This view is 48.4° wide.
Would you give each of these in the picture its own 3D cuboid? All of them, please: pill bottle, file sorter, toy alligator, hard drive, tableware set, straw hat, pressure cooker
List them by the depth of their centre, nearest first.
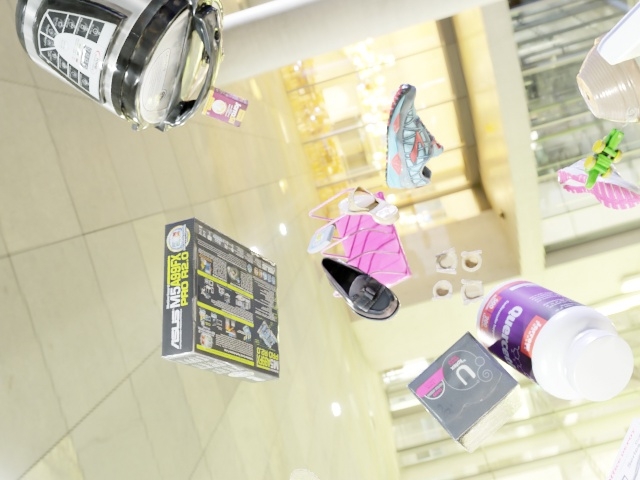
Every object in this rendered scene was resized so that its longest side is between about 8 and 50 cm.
[{"bbox_3d":[0.540,-0.359,1.031,0.040,0.210,0.318,51,41,13],"label":"hard drive"},{"bbox_3d":[0.456,0.196,1.407,0.323,0.181,0.182,-147,-141,-71],"label":"pill bottle"},{"bbox_3d":[0.601,-0.195,1.495,0.190,0.056,0.051,-62,-170,7],"label":"toy alligator"},{"bbox_3d":[-0.417,-0.472,1.627,0.420,0.376,0.370,32,-6,5],"label":"pressure cooker"},{"bbox_3d":[-0.039,0.624,1.699,0.061,0.144,0.145,-26,104,-45],"label":"straw hat"},{"bbox_3d":[0.370,0.096,1.911,0.020,0.141,0.169,33,57,-53],"label":"tableware set"},{"bbox_3d":[0.110,0.012,2.182,0.182,0.202,0.291,7,59,-49],"label":"file sorter"}]

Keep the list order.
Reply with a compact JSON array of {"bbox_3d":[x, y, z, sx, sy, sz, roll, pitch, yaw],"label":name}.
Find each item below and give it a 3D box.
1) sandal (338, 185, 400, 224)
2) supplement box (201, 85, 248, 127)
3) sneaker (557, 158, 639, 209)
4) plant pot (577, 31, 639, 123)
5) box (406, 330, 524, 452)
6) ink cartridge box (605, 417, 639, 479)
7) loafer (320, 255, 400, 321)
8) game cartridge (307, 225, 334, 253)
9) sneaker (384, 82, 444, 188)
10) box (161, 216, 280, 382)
[{"bbox_3d":[0.122,-0.114,1.941,0.240,0.088,0.079,25,-33,52],"label":"sandal"},{"bbox_3d":[-0.197,-0.276,1.471,0.043,0.083,0.055,-103,-146,-65],"label":"supplement box"},{"bbox_3d":[0.802,-0.175,2.009,0.252,0.111,0.103,33,-22,44],"label":"sneaker"},{"bbox_3d":[0.707,-0.379,1.747,0.237,0.109,0.237,57,15,-25],"label":"plant pot"},{"bbox_3d":[0.300,0.311,1.436,0.143,0.165,0.270,48,-1,27],"label":"box"},{"bbox_3d":[0.740,0.540,1.549,0.273,0.114,0.198,-62,172,-80],"label":"ink cartridge box"},{"bbox_3d":[0.095,0.127,1.947,0.095,0.109,0.302,46,-8,-36],"label":"loafer"},{"bbox_3d":[0.000,0.000,1.709,0.017,0.083,0.056,32,54,-24],"label":"game cartridge"},{"bbox_3d":[0.209,-0.227,1.556,0.262,0.125,0.104,87,14,-44],"label":"sneaker"},{"bbox_3d":[-0.156,0.107,1.173,0.270,0.060,0.216,35,48,-59],"label":"box"}]
